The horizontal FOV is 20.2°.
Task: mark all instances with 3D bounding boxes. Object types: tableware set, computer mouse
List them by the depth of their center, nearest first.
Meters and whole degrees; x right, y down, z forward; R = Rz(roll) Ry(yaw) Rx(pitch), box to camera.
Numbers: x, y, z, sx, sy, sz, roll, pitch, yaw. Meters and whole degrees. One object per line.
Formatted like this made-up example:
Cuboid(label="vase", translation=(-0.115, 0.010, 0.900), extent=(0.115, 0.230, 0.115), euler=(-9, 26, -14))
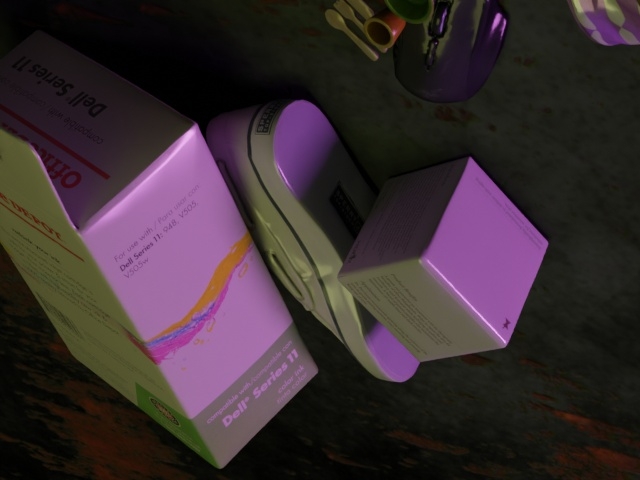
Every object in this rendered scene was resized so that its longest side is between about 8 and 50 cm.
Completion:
Cuboid(label="computer mouse", translation=(0.079, -0.162, 1.096), extent=(0.071, 0.041, 0.242), euler=(18, 145, 13))
Cuboid(label="tableware set", translation=(-0.001, -0.178, 1.110), extent=(0.154, 0.024, 0.104), euler=(45, 144, -2))

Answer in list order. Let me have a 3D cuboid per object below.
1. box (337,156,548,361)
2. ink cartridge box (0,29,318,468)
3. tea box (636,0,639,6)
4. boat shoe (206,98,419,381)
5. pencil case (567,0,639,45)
Cuboid(label="box", translation=(0.088, 0.014, 1.276), extent=(0.087, 0.102, 0.101), euler=(-14, 130, 46))
Cuboid(label="ink cartridge box", translation=(-0.153, -0.015, 1.318), extent=(0.207, 0.119, 0.353), euler=(32, 157, 40))
Cuboid(label="tea box", translation=(0.319, -0.130, 0.724), extent=(0.220, 0.329, 0.323), euler=(-7, 134, 40))
Cuboid(label="boat shoe", translation=(0.000, 0.000, 1.338), extent=(0.084, 0.095, 0.258), euler=(1, 129, 39))
Cuboid(label="pencil case", translation=(0.230, -0.156, 0.965), extent=(0.206, 0.086, 0.088), euler=(-6, 143, 39))
